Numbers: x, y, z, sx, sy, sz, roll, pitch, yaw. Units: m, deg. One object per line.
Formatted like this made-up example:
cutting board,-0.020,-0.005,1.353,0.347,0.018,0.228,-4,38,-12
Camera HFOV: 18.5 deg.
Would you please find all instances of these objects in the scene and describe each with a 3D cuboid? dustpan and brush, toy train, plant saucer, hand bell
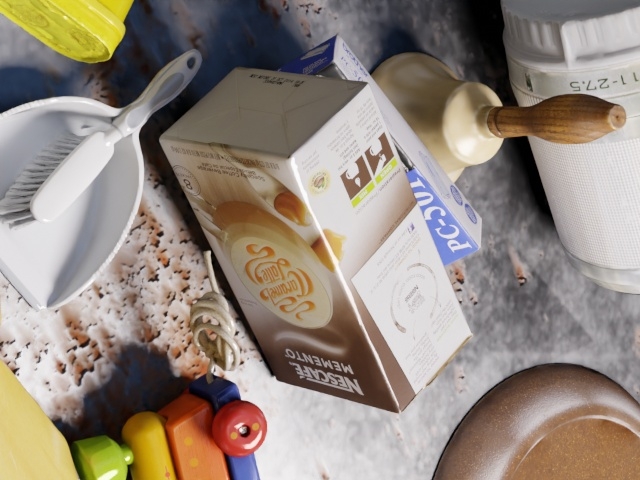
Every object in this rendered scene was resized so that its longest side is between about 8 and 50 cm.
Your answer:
dustpan and brush,-0.166,-0.067,1.439,0.211,0.060,0.147,-50,117,-26
toy train,-0.121,0.145,1.460,0.143,0.105,0.248,-17,101,-22
plant saucer,0.222,0.265,1.743,0.310,0.050,0.310,0,90,-36
hand bell,0.150,-0.096,1.563,0.126,0.242,0.126,0,90,-36

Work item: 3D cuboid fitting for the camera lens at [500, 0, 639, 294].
camera lens,0.284,-0.108,1.661,0.219,0.219,0.274,-37,120,-31

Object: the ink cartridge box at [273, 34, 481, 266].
ink cartridge box,0.032,-0.057,1.563,0.207,0.097,0.046,51,26,-26

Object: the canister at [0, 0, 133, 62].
canister,-0.171,-0.234,1.427,0.126,0.073,0.170,36,68,-32

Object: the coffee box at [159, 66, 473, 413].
coffee box,0.000,0.000,1.485,0.098,0.141,0.246,-46,127,-30

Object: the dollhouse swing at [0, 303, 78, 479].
dollhouse swing,-0.311,0.215,1.239,0.315,0.305,0.347,-5,58,-5
